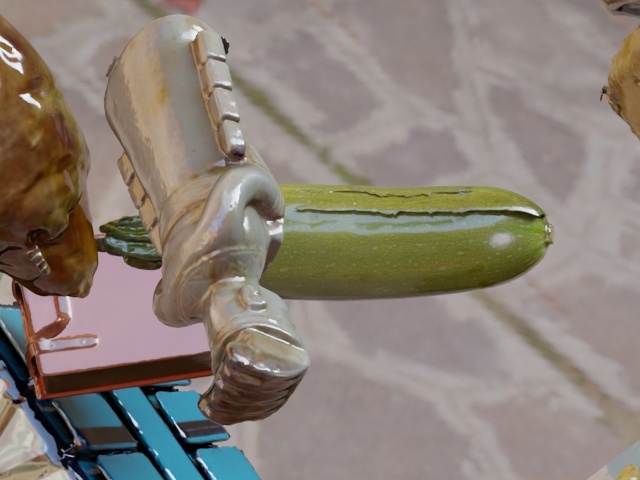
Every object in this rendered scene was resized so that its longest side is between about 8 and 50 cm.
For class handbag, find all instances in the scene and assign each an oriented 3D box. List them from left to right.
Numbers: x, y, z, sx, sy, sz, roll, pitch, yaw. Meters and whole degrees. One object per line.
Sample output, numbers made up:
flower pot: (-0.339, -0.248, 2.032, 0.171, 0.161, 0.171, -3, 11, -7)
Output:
handbag: (-0.153, 0.055, 1.636, 0.190, 0.063, 0.127, -7, 60, -14)

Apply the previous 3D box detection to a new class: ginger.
ginger: (-0.299, -0.091, 1.414, 0.357, 0.274, 0.152, 33, 69, 11)

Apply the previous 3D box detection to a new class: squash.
squash: (0.000, 0.000, 1.459, 0.341, 0.094, 0.094, -2, 37, 4)

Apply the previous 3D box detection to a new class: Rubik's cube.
Rubik's cube: (-0.251, 0.244, 1.780, 0.288, 0.293, 0.283, 51, 19, 20)

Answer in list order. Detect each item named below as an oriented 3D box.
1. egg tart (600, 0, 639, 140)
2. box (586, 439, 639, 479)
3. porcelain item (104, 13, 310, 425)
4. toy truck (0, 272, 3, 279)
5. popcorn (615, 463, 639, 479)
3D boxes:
egg tart: (0.291, -0.088, 1.087, 0.297, 0.297, 0.132, 19, 74, 2)
box: (0.261, 0.264, 1.445, 0.122, 0.385, 0.344, 51, 7, -11)
porcelain item: (-0.046, -0.007, 0.855, 0.054, 0.084, 0.213, 9, 38, -27)
toy truck: (-0.348, -0.052, 1.713, 0.187, 0.148, 0.210, 1, 28, -23)
popcorn: (0.221, 0.180, 1.308, 0.083, 0.057, 0.082, 0, 26, -6)
